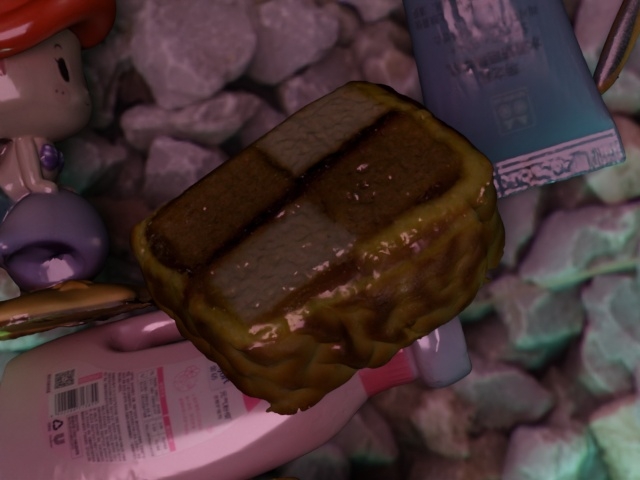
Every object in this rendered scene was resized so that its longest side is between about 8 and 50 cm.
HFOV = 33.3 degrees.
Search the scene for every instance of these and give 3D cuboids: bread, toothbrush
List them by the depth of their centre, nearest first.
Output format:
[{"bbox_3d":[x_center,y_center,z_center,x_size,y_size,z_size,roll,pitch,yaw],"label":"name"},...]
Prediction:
[{"bbox_3d":[0.000,0.000,0.705,0.222,0.096,0.181,-35,50,-10],"label":"bread"},{"bbox_3d":[0.265,-0.248,0.752,0.031,0.023,0.321,24,94,13],"label":"toothbrush"}]

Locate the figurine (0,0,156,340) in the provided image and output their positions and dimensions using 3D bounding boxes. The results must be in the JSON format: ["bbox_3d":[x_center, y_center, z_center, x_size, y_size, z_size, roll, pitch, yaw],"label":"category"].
[{"bbox_3d":[-0.230,-0.061,0.754,0.208,0.181,0.257,-17,83,36],"label":"figurine"}]

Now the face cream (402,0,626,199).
[{"bbox_3d":[0.095,-0.219,0.748,0.135,0.086,0.385,-16,96,11],"label":"face cream"}]

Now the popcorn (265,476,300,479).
[{"bbox_3d":[-0.034,0.355,0.656,0.344,0.354,0.390,31,100,15],"label":"popcorn"}]

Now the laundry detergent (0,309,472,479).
[{"bbox_3d":[-0.062,0.101,0.763,0.335,0.088,0.159,-16,49,5],"label":"laundry detergent"}]
